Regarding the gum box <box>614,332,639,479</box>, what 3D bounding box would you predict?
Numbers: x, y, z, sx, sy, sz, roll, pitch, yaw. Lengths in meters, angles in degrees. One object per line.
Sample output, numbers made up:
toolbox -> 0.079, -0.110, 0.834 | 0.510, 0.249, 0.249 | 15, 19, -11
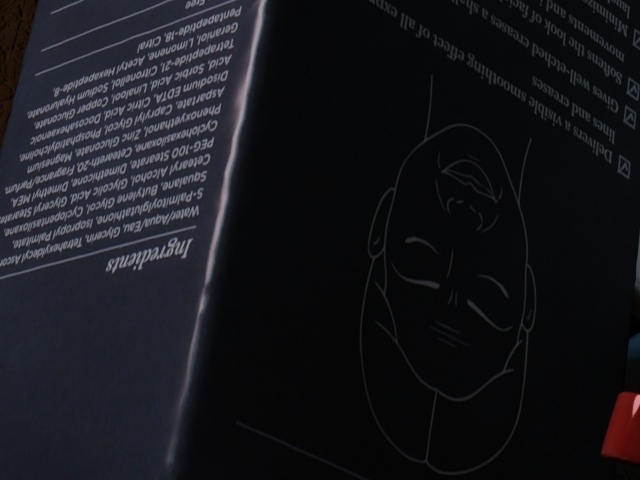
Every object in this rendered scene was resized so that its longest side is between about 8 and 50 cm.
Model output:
gum box -> 0.161, 0.115, 1.198 | 0.184, 0.041, 0.157 | -21, 14, 21

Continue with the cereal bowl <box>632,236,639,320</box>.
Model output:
cereal bowl -> 0.326, -0.039, 1.129 | 0.339, 0.141, 0.339 | -19, 43, 19

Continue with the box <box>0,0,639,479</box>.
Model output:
box -> 0.000, 0.000, 1.036 | 0.212, 0.293, 0.395 | -14, 57, 44

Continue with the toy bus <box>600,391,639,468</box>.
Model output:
toy bus -> 0.217, 0.148, 0.840 | 0.202, 0.191, 0.104 | -20, -28, 24

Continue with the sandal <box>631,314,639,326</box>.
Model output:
sandal -> 0.204, 0.001, 1.315 | 0.446, 0.107, 0.167 | -23, -3, -2
